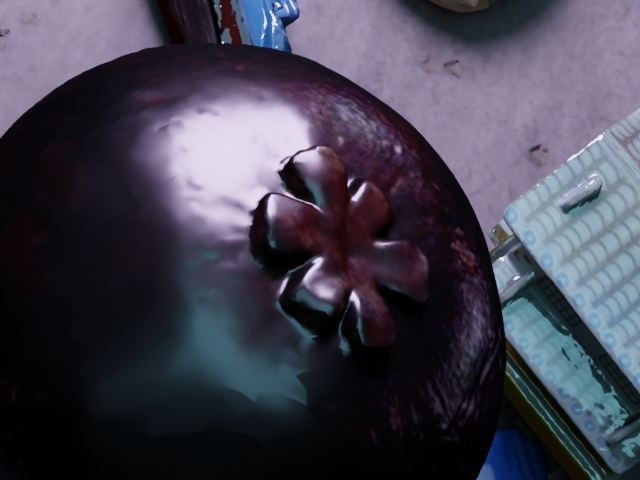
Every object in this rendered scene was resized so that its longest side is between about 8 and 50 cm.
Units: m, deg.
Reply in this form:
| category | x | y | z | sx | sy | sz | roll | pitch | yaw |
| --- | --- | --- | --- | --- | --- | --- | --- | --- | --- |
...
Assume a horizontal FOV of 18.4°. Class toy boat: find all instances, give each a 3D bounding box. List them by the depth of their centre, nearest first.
| category | x | y | z | sx | sy | sz | roll | pitch | yaw |
| --- | --- | --- | --- | --- | --- | --- | --- | --- | --- |
| toy boat | -0.068 | -0.193 | 1.474 | 0.097 | 0.100 | 0.223 | -12 | 80 | -37 |

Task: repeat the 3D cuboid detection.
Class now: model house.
| category | x | y | z | sx | sy | sz | roll | pitch | yaw |
| --- | --- | --- | --- | --- | --- | --- | --- | --- | --- |
| model house | 0.224 | 0.049 | 1.399 | 0.198 | 0.215 | 0.224 | -35 | 85 | -23 |

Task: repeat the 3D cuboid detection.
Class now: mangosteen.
| category | x | y | z | sx | sy | sz | roll | pitch | yaw |
| --- | --- | --- | --- | --- | --- | --- | --- | --- | --- |
| mangosteen | -0.086 | 0.080 | 1.272 | 0.382 | 0.435 | 0.382 | 13 | 62 | -27 |

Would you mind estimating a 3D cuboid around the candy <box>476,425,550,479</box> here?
| category | x | y | z | sx | sy | sz | roll | pitch | yaw |
| --- | --- | --- | --- | --- | --- | --- | --- | --- | --- |
| candy | 0.036 | 0.256 | 1.409 | 0.331 | 0.077 | 0.187 | -16 | 75 | -17 |

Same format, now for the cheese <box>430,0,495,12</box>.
| category | x | y | z | sx | sy | sz | roll | pitch | yaw |
| --- | --- | --- | --- | --- | --- | --- | --- | --- | --- |
| cheese | 0.086 | -0.315 | 1.533 | 0.163 | 0.082 | 0.286 | -26 | 83 | -15 |
